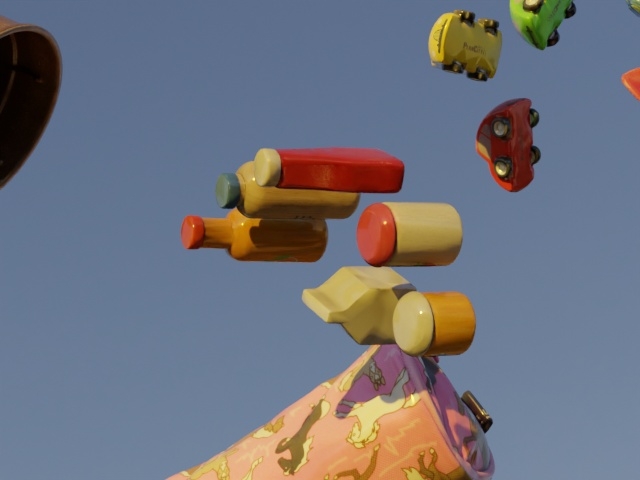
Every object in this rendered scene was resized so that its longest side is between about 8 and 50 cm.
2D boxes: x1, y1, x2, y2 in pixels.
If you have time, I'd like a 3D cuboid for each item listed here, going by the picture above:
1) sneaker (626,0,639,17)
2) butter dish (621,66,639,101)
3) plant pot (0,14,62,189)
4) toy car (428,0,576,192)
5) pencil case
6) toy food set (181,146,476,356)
[{"bbox_3d":[0.381,-0.235,1.280,0.188,0.067,0.078,-1,-77,-4],"label":"sneaker"},{"bbox_3d":[0.314,-0.126,0.927,0.160,0.160,0.118,-12,-50,-14],"label":"butter dish"},{"bbox_3d":[-0.320,-0.132,1.061,0.165,0.167,0.167,32,-40,15],"label":"plant pot"},{"bbox_3d":[0.199,-0.200,1.400,0.053,0.225,0.239,13,-30,40],"label":"toy car"},{"bbox_3d":[-0.041,0.229,1.160,0.386,0.160,0.167,-35,-5,13],"label":"pencil case"},{"bbox_3d":[0.000,0.000,0.867,0.104,0.232,0.111,0,-70,-27],"label":"toy food set"}]
